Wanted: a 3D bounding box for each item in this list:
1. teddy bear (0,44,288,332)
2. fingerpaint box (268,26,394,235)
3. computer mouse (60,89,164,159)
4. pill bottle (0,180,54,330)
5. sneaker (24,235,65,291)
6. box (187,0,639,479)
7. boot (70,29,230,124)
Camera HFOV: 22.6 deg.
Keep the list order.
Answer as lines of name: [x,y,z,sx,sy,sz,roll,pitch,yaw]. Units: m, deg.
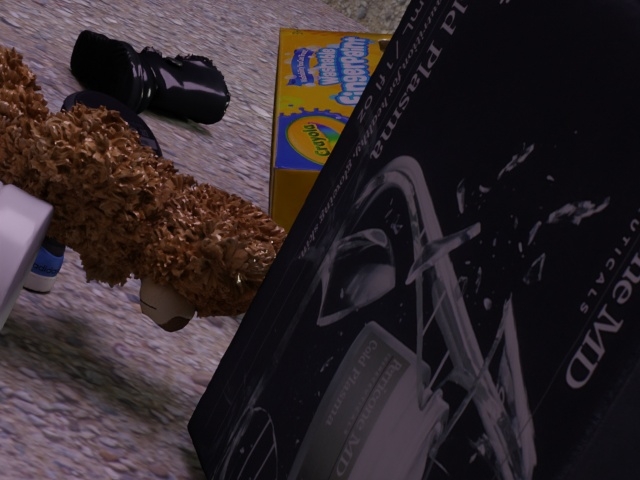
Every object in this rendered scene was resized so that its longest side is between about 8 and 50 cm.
teddy bear: [-0.191,-0.033,1.296,0.338,0.113,0.245,39,-29,-11]
fingerpaint box: [0.129,-0.091,1.763,0.371,0.163,0.445,3,25,-1]
computer mouse: [-0.228,-0.063,1.731,0.188,0.072,0.272,19,29,-32]
pill bottle: [-0.356,-0.025,1.194,0.283,0.160,0.160,26,15,-5]
sneaker: [-0.283,-0.026,1.462,0.152,0.084,0.058,36,18,33]
box: [0.174,0.088,1.065,0.297,0.480,0.472,21,16,-25]
boot: [-0.212,-0.211,2.181,0.207,0.094,0.246,13,13,-29]
